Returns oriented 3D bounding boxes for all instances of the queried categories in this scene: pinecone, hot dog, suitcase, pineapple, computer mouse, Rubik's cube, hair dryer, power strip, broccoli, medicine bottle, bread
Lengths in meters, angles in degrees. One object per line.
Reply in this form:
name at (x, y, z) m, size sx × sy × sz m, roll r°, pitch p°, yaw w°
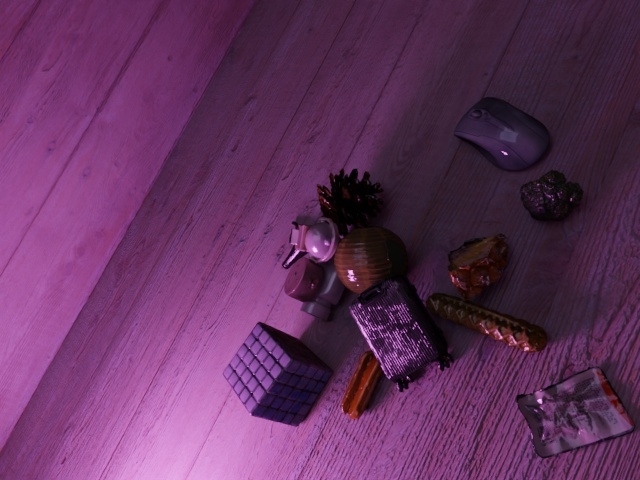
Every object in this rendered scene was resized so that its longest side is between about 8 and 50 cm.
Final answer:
pinecone at (0.111, -0.152, 1.828) m, size 0.264 × 0.264 × 0.264 m, roll -21°, pitch 54°, yaw 31°
hot dog at (0.140, 0.451, 1.567) m, size 0.092 × 0.062 × 0.235 m, roll 24°, pitch 85°, yaw 46°
suitcase at (0.236, 0.268, 1.473) m, size 0.202 × 0.128 × 0.312 m, roll -35°, pitch 79°, yaw 21°
pineapple at (0.459, 0.071, 1.469) m, size 0.236 × 0.114 × 0.186 m, roll -37°, pitch 22°, yaw -25°
computer mouse at (0.584, -0.372, 1.638) m, size 0.188 × 0.122 × 0.371 m, roll -47°, pitch 41°, yaw 8°
Rubik's cube at (-0.147, 0.457, 1.686) m, size 0.238 × 0.237 × 0.237 m, roll 35°, pitch 92°, yaw 47°
hair dryer at (-0.102, -0.005, 2.060) m, size 0.195 × 0.075 × 0.219 m, roll -47°, pitch 33°, yaw 21°
power strip at (-0.061, 0.140, 1.761) m, size 0.154 × 0.078 × 0.154 m, roll -50°, pitch 23°, yaw 30°
broccoli at (0.664, -0.125, 1.416) m, size 0.138 × 0.145 × 0.162 m, roll -44°, pitch 13°, yaw -36°
medicine bottle at (0.031, 0.140, 1.809) m, size 0.161 × 0.111 × 0.296 m, roll 2°, pitch 64°, yaw 58°
bread at (0.462, 0.227, 1.409) m, size 0.368 × 0.084 × 0.077 m, roll 18°, pitch 100°, yaw 45°

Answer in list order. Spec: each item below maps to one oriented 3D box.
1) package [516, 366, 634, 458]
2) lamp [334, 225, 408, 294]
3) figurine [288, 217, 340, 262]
package at (0.608, 0.421, 1.203) m, size 0.232 × 0.040 × 0.166 m, roll -28°, pitch 53°, yaw 15°
lamp at (0.170, 0.093, 1.634) m, size 0.250 × 0.250 × 0.284 m, roll -5°, pitch 90°, yaw 39°
figurine at (-0.003, -0.001, 1.752) m, size 0.237 × 0.141 × 0.162 m, roll 3°, pitch 83°, yaw 59°
